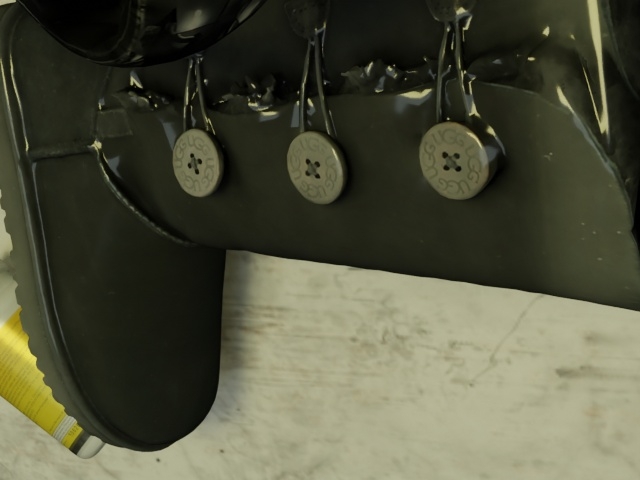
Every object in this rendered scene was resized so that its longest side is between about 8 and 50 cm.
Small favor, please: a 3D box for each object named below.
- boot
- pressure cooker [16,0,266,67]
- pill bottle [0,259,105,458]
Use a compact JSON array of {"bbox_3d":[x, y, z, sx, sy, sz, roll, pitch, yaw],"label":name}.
[{"bbox_3d":[-0.001,-0.002,0.575,0.445,0.146,0.367,-1,116,31],"label":"boot"},{"bbox_3d":[-0.120,-0.278,0.358,0.375,0.370,0.420,-4,109,18],"label":"pressure cooker"},{"bbox_3d":[-0.238,0.095,0.784,0.184,0.103,0.103,39,125,-1],"label":"pill bottle"}]
